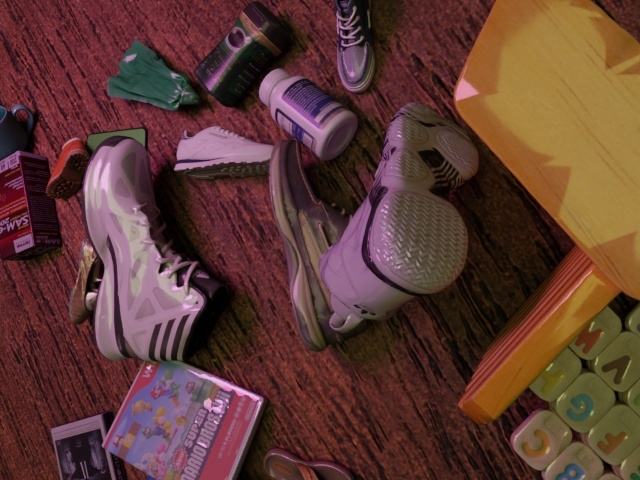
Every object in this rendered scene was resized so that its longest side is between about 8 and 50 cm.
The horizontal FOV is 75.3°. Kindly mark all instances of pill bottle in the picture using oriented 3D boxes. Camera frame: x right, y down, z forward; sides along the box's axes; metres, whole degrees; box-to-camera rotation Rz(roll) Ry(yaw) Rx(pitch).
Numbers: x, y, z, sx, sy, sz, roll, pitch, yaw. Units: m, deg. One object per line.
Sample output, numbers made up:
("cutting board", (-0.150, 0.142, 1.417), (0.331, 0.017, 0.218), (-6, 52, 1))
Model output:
("pill bottle", (-0.026, -0.224, 0.720), (0.169, 0.094, 0.094), (43, 104, 18))

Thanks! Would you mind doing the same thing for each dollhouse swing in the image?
("dollhouse swing", (0.219, -0.033, 0.485), (0.305, 0.347, 0.315), (-44, 74, 27))

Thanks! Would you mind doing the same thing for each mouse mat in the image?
("mouse mat", (-0.472, -0.178, 0.951), (0.190, 0.007, 0.152), (1, 88, 22))

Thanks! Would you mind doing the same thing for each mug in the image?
("mug", (-0.792, -0.257, 1.029), (0.158, 0.097, 0.129), (-14, 52, 3))

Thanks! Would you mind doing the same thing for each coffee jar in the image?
("coffee jar", (-0.147, -0.349, 0.782), (0.184, 0.079, 0.096), (-42, 70, 17))

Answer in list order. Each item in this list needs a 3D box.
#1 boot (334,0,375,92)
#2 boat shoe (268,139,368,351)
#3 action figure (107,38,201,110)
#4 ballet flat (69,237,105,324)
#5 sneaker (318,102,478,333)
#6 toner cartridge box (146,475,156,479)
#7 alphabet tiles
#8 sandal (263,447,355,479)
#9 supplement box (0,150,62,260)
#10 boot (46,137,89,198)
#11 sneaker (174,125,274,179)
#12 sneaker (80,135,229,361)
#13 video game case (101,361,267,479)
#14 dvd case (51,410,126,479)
("boot", (0.049, -0.353, 0.697), (0.069, 0.086, 0.189), (-4, 87, 22))
("boat shoe", (0.000, 0.000, 0.701), (0.130, 0.132, 0.355), (-12, 86, 0))
("action figure", (-0.337, -0.327, 0.869), (0.232, 0.063, 0.137), (29, 97, 25))
("ballet flat", (-0.507, 0.094, 0.925), (0.067, 0.073, 0.206), (12, 97, 8))
("sneaker", (0.101, -0.039, 0.589), (0.138, 0.365, 0.210), (30, 136, -8))
("toner cartridge box", (-0.180, 0.536, 0.734), (0.348, 0.075, 0.165), (-2, 60, 22))
("alphabet tiles", (0.388, 0.212, 0.514), (0.284, 0.021, 0.278), (45, 90, -1))
("sandal", (-0.027, 0.417, 0.723), (0.180, 0.049, 0.072), (8, 91, 23))
("supplement box", (-0.729, -0.082, 1.019), (0.130, 0.073, 0.239), (-18, 82, 21))
("boot", (-0.599, -0.170, 0.984), (0.158, 0.059, 0.084), (-45, 55, 19))
("sneaker", (-0.178, -0.174, 0.791), (0.235, 0.090, 0.094), (3, 80, 21))
("sneaker", (-0.295, 0.020, 0.811), (0.258, 0.169, 0.446), (1, 96, 14))
("video game case", (-0.263, 0.351, 0.795), (0.285, 0.025, 0.203), (14, 70, 23))
("dvd case", (-0.517, 0.522, 0.934), (0.179, 0.030, 0.238), (-22, 79, 21))
